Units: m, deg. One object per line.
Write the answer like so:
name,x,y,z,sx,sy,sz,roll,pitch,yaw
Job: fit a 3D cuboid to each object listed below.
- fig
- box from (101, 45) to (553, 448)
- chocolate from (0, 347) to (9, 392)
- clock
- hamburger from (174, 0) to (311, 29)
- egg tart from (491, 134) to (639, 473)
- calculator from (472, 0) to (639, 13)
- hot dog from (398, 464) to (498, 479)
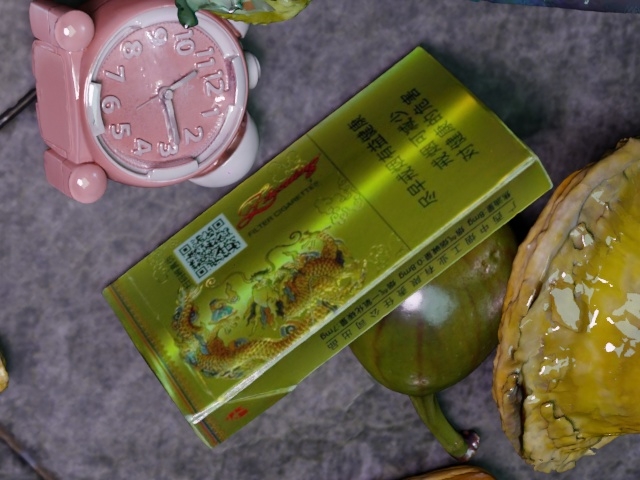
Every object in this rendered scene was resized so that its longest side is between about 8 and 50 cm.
fig,0.077,0.074,1.509,0.151,0.151,0.259,-12,140,-13
box,0.000,0.000,1.405,0.311,0.173,0.043,-38,134,-3
chocolate,-0.335,0.120,1.396,0.219,0.085,0.085,-18,114,-14
clock,-0.122,-0.113,1.377,0.162,0.093,0.166,-11,110,-24
hamburger,-0.064,-0.227,1.296,0.214,0.125,0.235,15,65,-20
egg tart,0.245,0.055,1.477,0.295,0.116,0.295,-36,139,-38
calculator,0.238,-0.305,1.435,0.248,0.058,0.274,3,108,-20
hot dog,0.043,0.252,1.570,0.249,0.068,0.100,-15,103,-15
